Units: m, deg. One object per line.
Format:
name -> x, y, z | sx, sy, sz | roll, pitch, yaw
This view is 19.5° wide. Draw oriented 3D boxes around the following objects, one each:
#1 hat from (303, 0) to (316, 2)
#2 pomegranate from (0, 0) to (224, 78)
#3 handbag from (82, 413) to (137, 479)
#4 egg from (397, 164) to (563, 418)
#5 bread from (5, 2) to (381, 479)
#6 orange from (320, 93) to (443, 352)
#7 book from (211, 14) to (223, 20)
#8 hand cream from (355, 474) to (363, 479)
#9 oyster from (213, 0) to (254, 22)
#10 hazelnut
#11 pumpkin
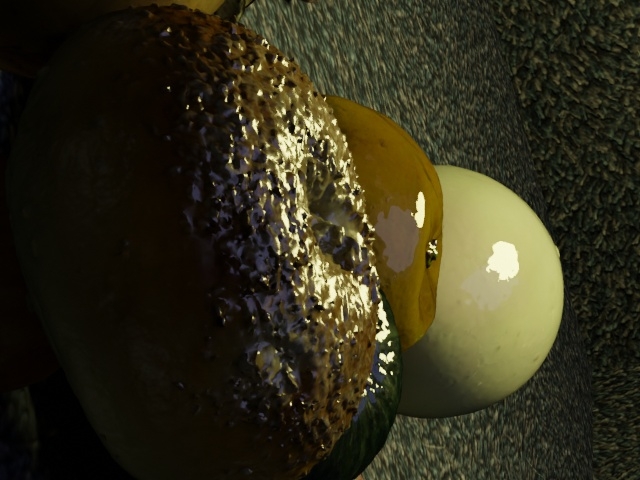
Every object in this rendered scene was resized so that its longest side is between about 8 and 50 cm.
hat -> -0.029, -0.317, 2.222 | 0.087, 0.042, 0.058 | 48, 6, 12
pomegranate -> -0.168, -0.227, 1.214 | 0.260, 0.260, 0.260 | -10, 90, -75
handbag -> -0.134, 0.065, 1.440 | 0.257, 0.114, 0.285 | -35, 116, -65
egg -> 0.122, 0.058, 2.056 | 0.345, 0.283, 0.283 | -16, 95, -70
bread -> -0.059, 0.003, 1.107 | 0.305, 0.159, 0.305 | -15, 90, -71
orange -> 0.000, 0.000, 1.726 | 0.279, 0.235, 0.279 | -3, 90, -71
book -> -0.126, -0.116, 1.464 | 0.191, 0.025, 0.269 | 25, 35, -26
hand cream -> 0.007, 0.303, 1.939 | 0.209, 0.043, 0.067 | -66, 141, -56
oyster -> -0.094, -0.343, 1.902 | 0.198, 0.092, 0.259 | 26, 46, -72
hazelnut -> -0.218, 0.021, 1.133 | 0.150, 0.150, 0.150 | -10, 90, -75
pumpkin -> -0.037, 0.088, 1.336 | 0.212, 0.152, 0.211 | 15, 71, -50
